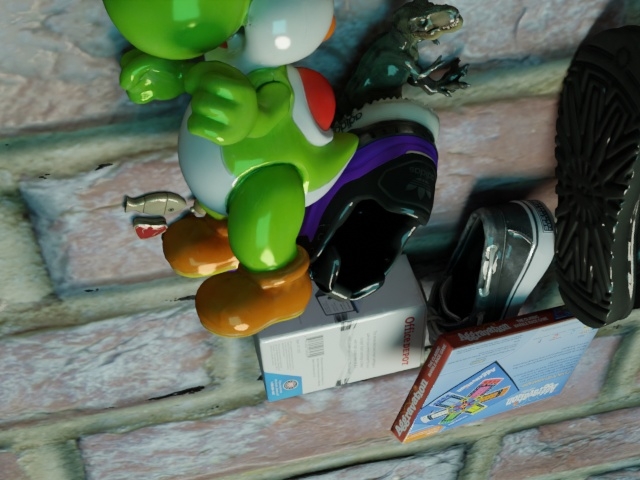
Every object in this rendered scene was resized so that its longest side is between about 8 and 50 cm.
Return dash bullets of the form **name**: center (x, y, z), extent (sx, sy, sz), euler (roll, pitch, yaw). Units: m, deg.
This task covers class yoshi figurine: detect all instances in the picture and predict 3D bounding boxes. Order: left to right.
- **yoshi figurine**: center (-0.089, -0.111, 0.841), extent (0.204, 0.203, 0.362), euler (12, 120, 14)

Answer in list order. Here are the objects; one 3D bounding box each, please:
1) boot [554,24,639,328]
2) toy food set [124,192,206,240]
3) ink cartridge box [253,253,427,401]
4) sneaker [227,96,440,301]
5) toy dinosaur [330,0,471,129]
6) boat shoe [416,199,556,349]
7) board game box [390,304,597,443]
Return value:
- **boot**: center (0.380, -0.082, 1.123), extent (0.260, 0.131, 0.348), euler (-17, 131, -17)
- **toy food set**: center (-0.135, -0.018, 1.097), extent (0.122, 0.019, 0.078), euler (-7, 142, -14)
- **ink cartridge box**: center (0.019, 0.103, 1.263), extent (0.191, 0.082, 0.139), euler (-13, 144, -8)
- **sneaker**: center (0.000, 0.000, 1.010), extent (0.102, 0.146, 0.293), euler (19, 141, -31)
- **toy dinosaur**: center (0.065, -0.130, 1.006), extent (0.118, 0.064, 0.268), euler (12, 140, -30)
- **boat shoe**: center (0.169, 0.079, 1.263), extent (0.105, 0.113, 0.306), euler (-5, 142, -24)
- **board game box**: center (0.212, 0.146, 1.255), extent (0.281, 0.027, 0.145), euler (-8, 131, -41)
